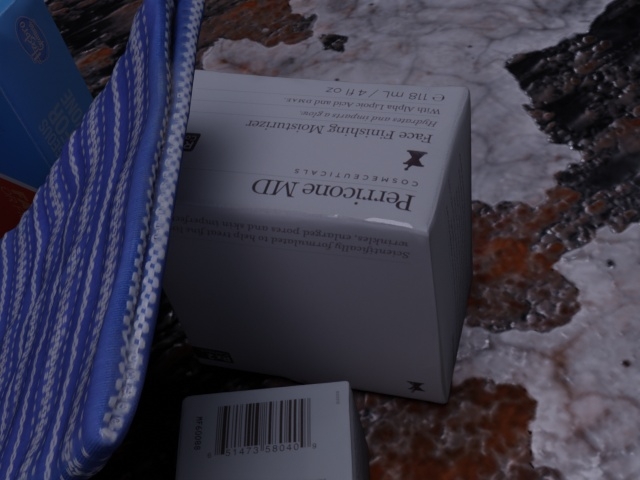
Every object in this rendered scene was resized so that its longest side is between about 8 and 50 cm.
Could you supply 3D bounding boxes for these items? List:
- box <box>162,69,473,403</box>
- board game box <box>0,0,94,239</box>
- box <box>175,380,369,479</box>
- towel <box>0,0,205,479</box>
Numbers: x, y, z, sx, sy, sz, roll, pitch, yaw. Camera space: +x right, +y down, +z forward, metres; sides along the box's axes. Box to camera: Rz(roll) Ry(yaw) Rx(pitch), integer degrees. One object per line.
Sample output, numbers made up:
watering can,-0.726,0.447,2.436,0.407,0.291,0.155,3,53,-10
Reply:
box,0.000,0.000,0.527,0.180,0.182,0.119,7,52,16
board game box,-0.308,-0.097,0.635,0.316,0.242,0.064,13,56,22
box,-0.024,0.148,0.472,0.101,0.087,0.102,-7,51,7
towel,-0.160,0.042,0.461,0.040,0.336,0.243,19,54,-26
